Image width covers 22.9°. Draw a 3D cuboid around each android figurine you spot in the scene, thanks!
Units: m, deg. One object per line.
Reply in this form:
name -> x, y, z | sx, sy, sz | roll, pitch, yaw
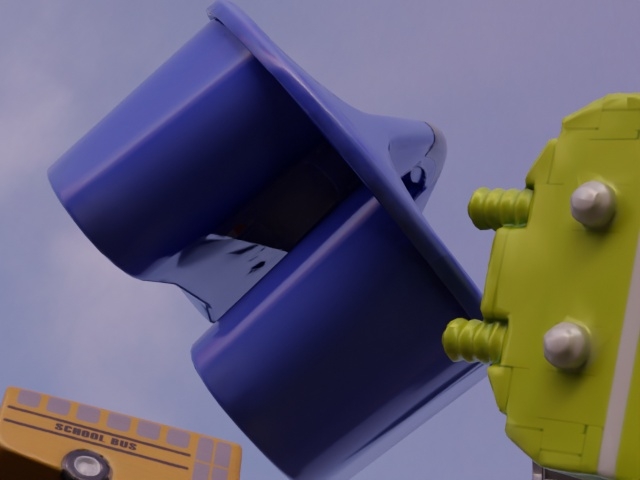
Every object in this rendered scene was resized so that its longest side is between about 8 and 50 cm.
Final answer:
android figurine -> 0.168, 0.022, 0.637 | 0.273, 0.248, 0.056 | 6, -11, 41

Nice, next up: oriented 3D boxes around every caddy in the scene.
caddy -> 0.000, 0.000, 0.877 | 0.179, 0.341, 0.241 | -40, -100, -1

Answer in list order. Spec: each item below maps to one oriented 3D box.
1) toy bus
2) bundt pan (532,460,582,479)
toy bus -> -0.194, 0.267, 1.699 | 0.333, 0.130, 0.108 | 16, -56, -9
bundt pan -> 0.254, 0.272, 1.305 | 0.124, 0.331, 0.331 | -3, -61, 14
